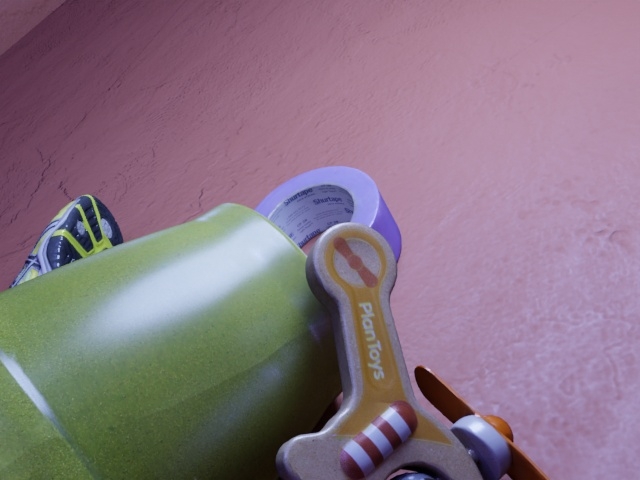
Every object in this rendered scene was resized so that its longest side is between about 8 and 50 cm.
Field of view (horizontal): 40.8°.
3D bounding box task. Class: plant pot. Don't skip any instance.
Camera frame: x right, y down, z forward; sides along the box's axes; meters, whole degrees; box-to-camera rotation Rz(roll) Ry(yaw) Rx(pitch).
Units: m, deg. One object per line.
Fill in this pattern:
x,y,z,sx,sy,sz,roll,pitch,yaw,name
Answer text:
-0.163,0.148,0.851,0.353,0.366,0.366,-37,38,-24,plant pot

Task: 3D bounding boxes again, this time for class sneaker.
-0.388,0.084,1.191,0.147,0.145,0.384,-11,42,23,sneaker

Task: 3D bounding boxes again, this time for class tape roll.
0.000,0.000,1.075,0.189,0.080,0.189,-17,42,16,tape roll

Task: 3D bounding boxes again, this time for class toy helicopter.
0.071,0.152,0.753,0.235,0.140,0.355,-5,73,-19,toy helicopter
